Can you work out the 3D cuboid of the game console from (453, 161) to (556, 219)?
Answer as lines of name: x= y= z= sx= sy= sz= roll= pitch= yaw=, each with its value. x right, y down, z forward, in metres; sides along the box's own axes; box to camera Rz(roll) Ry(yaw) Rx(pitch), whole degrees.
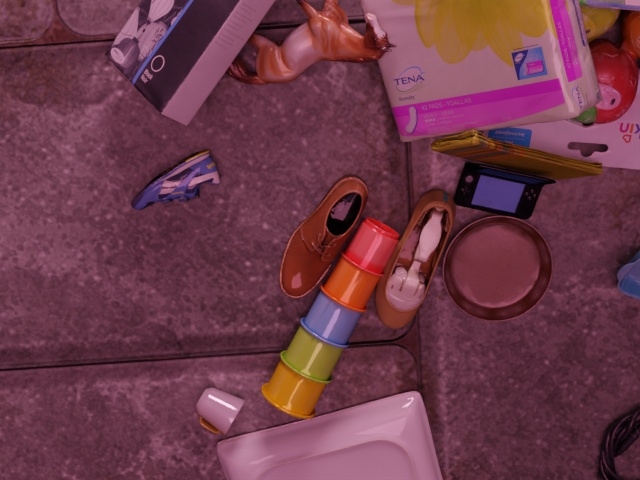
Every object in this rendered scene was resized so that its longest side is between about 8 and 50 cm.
game console: x=0.267 y=-0.071 z=1.458 sx=0.122 sy=0.071 sz=0.107 roll=12 pitch=123 yaw=-3

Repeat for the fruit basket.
fruit basket: x=0.406 y=-0.266 z=1.375 sx=0.327 sy=0.165 sz=0.353 roll=6 pitch=108 yaw=-2

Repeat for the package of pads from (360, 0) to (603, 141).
package of pads: x=0.205 y=-0.264 z=1.328 sx=0.296 sy=0.101 sz=0.229 roll=-4 pitch=109 yaw=44

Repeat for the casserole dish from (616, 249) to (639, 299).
casserole dish: x=0.540 y=0.057 z=1.501 sx=0.188 sy=0.037 sz=0.114 roll=16 pitch=144 yaw=-3

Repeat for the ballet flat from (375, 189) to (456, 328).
ballet flat: x=0.139 y=0.034 z=1.499 sx=0.080 sy=0.073 sz=0.232 roll=17 pitch=105 yaw=-4

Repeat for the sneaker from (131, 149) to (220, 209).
sneaker: x=-0.215 y=-0.078 z=1.480 sx=0.144 sy=0.053 sz=0.059 roll=-29 pitch=105 yaw=9

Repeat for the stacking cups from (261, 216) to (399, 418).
stacking cups: x=0.018 y=0.115 z=1.509 sx=0.096 sy=0.096 sz=0.316 roll=25 pitch=104 yaw=-7

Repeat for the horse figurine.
horse figurine: x=-0.042 y=-0.290 z=1.399 sx=0.263 sy=0.066 sz=0.174 roll=-24 pitch=104 yaw=23

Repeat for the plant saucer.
plant saucer: x=0.269 y=0.041 z=1.524 sx=0.168 sy=0.029 sz=0.169 roll=0 pitch=106 yaw=1

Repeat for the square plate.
square plate: x=0.040 y=0.445 z=1.623 sx=0.344 sy=0.049 sz=0.347 roll=-15 pitch=105 yaw=5

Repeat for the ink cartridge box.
ink cartridge box: x=-0.148 y=-0.337 z=1.360 sx=0.333 sy=0.065 sz=0.165 roll=-53 pitch=56 yaw=11

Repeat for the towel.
towel: x=0.277 y=-0.118 z=1.403 sx=0.237 sy=0.102 sz=0.021 roll=10 pitch=85 yaw=-29

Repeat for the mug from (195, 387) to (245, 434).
mug: x=-0.165 y=0.270 z=1.571 sx=0.064 sy=0.062 sz=0.078 roll=30 pitch=97 yaw=0

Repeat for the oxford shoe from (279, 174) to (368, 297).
oxford shoe: x=0.000 y=0.000 z=1.490 sx=0.076 sy=0.076 sz=0.212 roll=28 pitch=105 yaw=-9

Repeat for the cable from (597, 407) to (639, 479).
cable: x=0.528 y=0.340 z=1.595 sx=0.184 sy=0.047 sz=0.151 roll=-27 pitch=103 yaw=8
